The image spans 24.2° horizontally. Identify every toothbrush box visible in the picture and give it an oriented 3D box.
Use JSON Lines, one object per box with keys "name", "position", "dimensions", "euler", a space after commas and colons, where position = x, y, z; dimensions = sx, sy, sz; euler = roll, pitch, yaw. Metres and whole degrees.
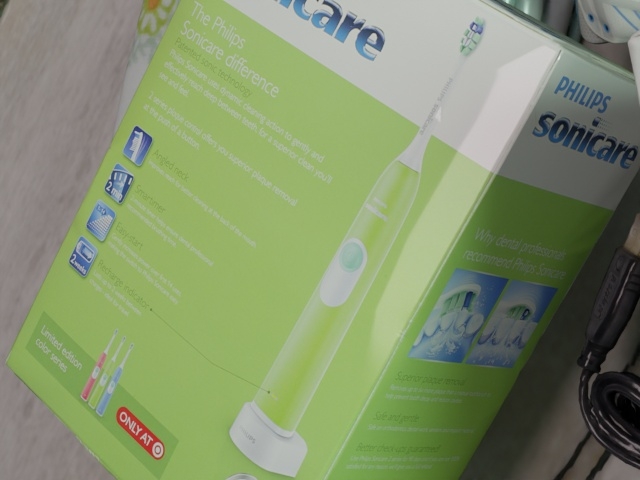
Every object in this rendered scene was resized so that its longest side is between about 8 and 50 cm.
{"name": "toothbrush box", "position": [0.000, 0.000, 0.724], "dimensions": [0.206, 0.122, 0.283], "euler": [36, 106, 35]}

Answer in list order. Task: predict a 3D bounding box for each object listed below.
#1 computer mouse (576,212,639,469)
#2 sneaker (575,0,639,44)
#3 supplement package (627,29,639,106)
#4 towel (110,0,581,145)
{"name": "computer mouse", "position": [0.223, 0.015, 0.658], "dimensions": [0.184, 0.060, 0.262], "euler": [34, 114, 36]}
{"name": "sneaker", "position": [0.141, -0.142, 0.732], "dimensions": [0.190, 0.071, 0.083], "euler": [48, 130, 5]}
{"name": "supplement package", "position": [0.240, 0.053, 0.491], "dimensions": [0.175, 0.177, 0.293], "euler": [-12, 88, 39]}
{"name": "towel", "position": [0.005, -0.122, 0.887], "dimensions": [0.320, 0.090, 0.374], "euler": [11, 87, 44]}
